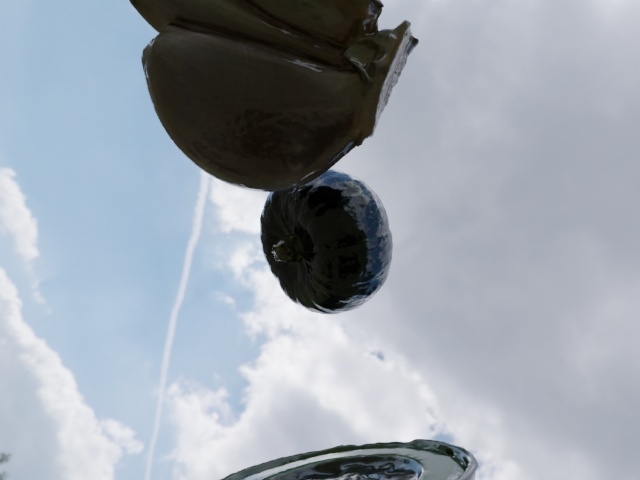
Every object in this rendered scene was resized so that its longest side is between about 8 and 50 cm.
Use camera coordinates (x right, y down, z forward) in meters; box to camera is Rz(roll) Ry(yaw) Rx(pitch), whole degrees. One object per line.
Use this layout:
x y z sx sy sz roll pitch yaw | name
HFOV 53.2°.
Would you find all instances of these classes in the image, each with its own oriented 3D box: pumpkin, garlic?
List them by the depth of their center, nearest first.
-0.064 -0.195 0.743 0.325 0.132 0.278 15 -76 4 | garlic
0.003 0.001 0.877 0.212 0.152 0.211 19 -58 33 | pumpkin

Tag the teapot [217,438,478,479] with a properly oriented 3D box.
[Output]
0.059 0.316 0.410 0.271 0.200 0.336 -11 -96 12 | teapot
